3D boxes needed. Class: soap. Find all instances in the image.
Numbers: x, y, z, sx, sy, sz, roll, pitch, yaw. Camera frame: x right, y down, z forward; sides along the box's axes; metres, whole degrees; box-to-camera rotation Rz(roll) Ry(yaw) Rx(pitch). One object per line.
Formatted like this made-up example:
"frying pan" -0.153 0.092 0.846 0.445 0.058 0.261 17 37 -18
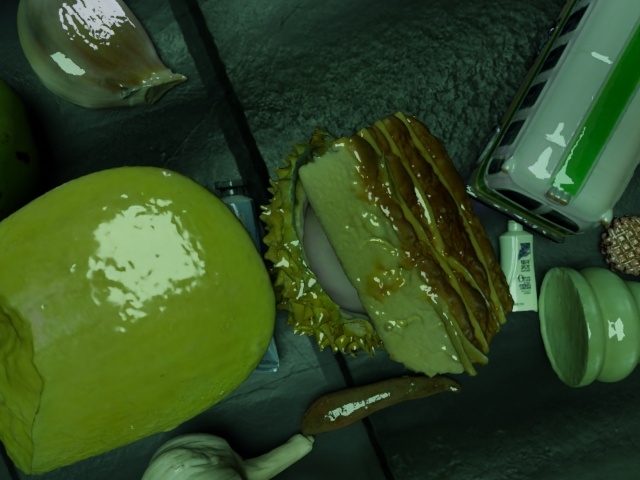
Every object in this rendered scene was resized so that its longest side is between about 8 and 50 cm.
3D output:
"soap" -0.262 0.099 0.701 0.428 0.115 0.306 -28 97 9

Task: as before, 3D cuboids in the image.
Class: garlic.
"garlic" -0.098 0.317 0.768 0.226 0.199 0.199 -24 91 -19
"garlic" -0.316 -0.279 0.781 0.129 0.148 0.266 -22 97 43

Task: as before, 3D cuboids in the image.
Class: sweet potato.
"sweet potato" 0.074 0.205 0.793 0.214 0.050 0.050 -18 92 4

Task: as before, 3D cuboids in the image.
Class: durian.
"durian" 0.001 0.012 0.718 0.186 0.196 0.304 -13 94 13

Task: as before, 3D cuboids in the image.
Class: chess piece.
"chess piece" 0.404 0.089 0.713 0.252 0.144 0.144 -5 93 0

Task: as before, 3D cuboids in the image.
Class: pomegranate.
"pomegranate" -0.468 -0.096 0.737 0.255 0.270 0.254 7 67 -17

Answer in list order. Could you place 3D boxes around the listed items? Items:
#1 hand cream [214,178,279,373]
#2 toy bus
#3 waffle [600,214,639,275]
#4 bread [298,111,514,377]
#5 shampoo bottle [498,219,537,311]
"hand cream" -0.105 0.049 0.794 0.088 0.055 0.255 -4 94 26
"toy bus" 0.299 -0.161 0.674 0.143 0.179 0.305 29 91 3
"waffle" 0.391 0.006 0.756 0.084 0.029 0.075 6 95 3
"bread" 0.106 -0.001 0.689 0.114 0.185 0.274 -25 96 35
"shampoo bottle" 0.245 0.022 0.769 0.049 0.034 0.140 -2 92 11
